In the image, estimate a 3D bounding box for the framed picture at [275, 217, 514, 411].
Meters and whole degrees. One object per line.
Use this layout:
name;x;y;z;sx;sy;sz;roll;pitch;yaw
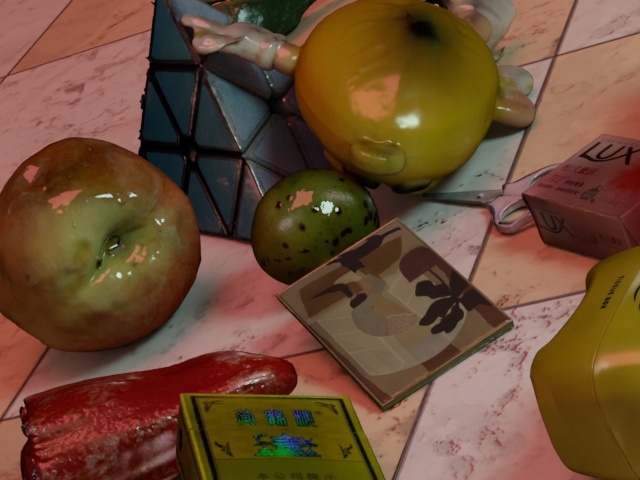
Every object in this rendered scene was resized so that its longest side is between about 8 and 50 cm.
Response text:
framed picture;0.061;0.060;1.674;0.136;0.010;0.201;-32;38;-11

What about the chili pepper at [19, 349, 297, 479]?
chili pepper;-0.141;0.158;1.650;0.253;0.136;0.144;-20;-22;-10

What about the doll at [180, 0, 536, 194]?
doll;0.068;-0.194;1.986;0.348;0.161;0.423;31;37;29

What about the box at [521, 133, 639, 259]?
box;0.263;-0.037;1.663;0.111;0.060;0.156;-35;26;-22

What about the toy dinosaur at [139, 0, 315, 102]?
toy dinosaur;-0.036;-0.292;2.464;0.301;0.087;0.447;-3;35;30

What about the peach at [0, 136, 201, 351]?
peach;-0.241;0.004;1.916;0.214;0.214;0.235;-40;21;-27

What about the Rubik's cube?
Rubik's cube;-0.090;-0.115;2.071;0.233;0.228;0.229;18;-6;10

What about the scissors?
scissors;0.161;-0.042;1.829;0.100;0.015;0.189;-44;28;-28

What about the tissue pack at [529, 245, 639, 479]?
tissue pack;0.241;0.084;1.362;0.127;0.123;0.178;-6;31;38

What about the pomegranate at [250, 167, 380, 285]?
pomegranate;-0.002;-0.005;1.812;0.130;0.130;0.130;-22;25;11

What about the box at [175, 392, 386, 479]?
box;-0.027;0.187;1.433;0.141;0.064;0.220;1;23;-13
